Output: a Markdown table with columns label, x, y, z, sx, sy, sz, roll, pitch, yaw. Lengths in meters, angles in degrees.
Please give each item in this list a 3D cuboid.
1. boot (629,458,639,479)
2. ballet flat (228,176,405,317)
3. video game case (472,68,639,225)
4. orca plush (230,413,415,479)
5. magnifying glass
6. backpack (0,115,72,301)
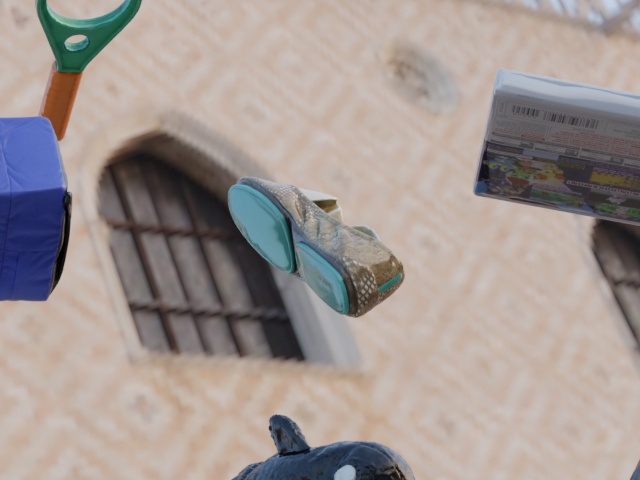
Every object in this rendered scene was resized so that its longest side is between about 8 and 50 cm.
| label | x | y | z | sx | sy | sz | roll | pitch | yaw |
| --- | --- | --- | --- | --- | --- | --- | --- | --- | --- |
| boot | 0.397 | 0.019 | 1.662 | 0.146 | 0.445 | 0.367 | 38 | -63 | -20 |
| ballet flat | 0.000 | 0.000 | 1.542 | 0.067 | 0.206 | 0.073 | -20 | -54 | -23 |
| video game case | 0.215 | -0.058 | 1.397 | 0.201 | 0.023 | 0.183 | 10 | -21 | 3 |
| orca plush | -0.019 | 0.210 | 1.842 | 0.151 | 0.102 | 0.287 | -10 | -4 | -25 |
| magnifying glass | -0.216 | -0.169 | 1.714 | 0.092 | 0.026 | 0.231 | 0 | -36 | -22 |
| backpack | -0.230 | -0.018 | 1.393 | 0.101 | 0.098 | 0.120 | -1 | -48 | -11 |
